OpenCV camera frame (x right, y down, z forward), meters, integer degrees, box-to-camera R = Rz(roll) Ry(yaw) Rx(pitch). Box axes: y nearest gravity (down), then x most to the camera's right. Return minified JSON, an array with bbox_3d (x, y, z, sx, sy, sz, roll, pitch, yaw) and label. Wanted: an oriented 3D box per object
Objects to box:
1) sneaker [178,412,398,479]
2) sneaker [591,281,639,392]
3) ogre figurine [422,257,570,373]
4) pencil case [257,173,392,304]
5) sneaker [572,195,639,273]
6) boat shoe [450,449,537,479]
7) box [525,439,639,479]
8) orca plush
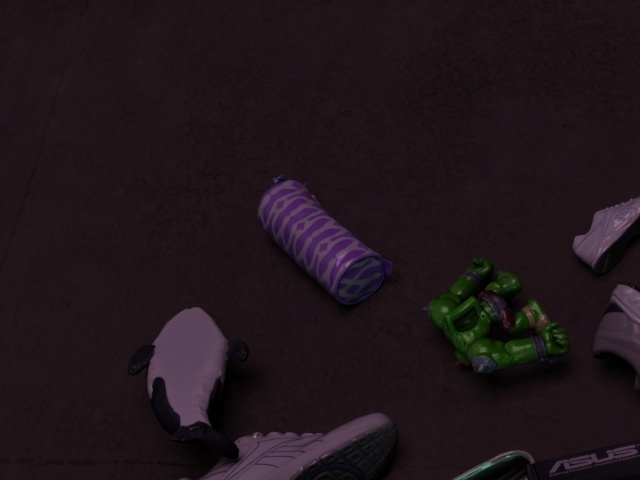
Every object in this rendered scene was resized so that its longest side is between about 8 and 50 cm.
[{"bbox_3d":[-0.050,0.273,1.925,0.297,0.111,0.129,-26,45,-2],"label":"sneaker"},{"bbox_3d":[0.434,0.155,1.862,0.271,0.100,0.108,33,94,33],"label":"sneaker"},{"bbox_3d":[0.206,0.097,1.976,0.118,0.097,0.197,-24,60,-15],"label":"ogre figurine"},{"bbox_3d":[0.000,0.000,2.136,0.088,0.086,0.206,-20,46,-28],"label":"pencil case"},{"bbox_3d":[0.380,-0.027,2.037,0.152,0.053,0.061,-41,49,-13],"label":"sneaker"},{"bbox_3d":[0.124,0.332,1.820,0.302,0.094,0.109,-35,50,-9],"label":"boat shoe"},{"bbox_3d":[0.429,0.296,1.631,0.395,0.097,0.318,-12,19,3],"label":"box"},{"bbox_3d":[-0.149,0.199,2.021,0.151,0.102,0.287,-17,31,-13],"label":"orca plush"}]
